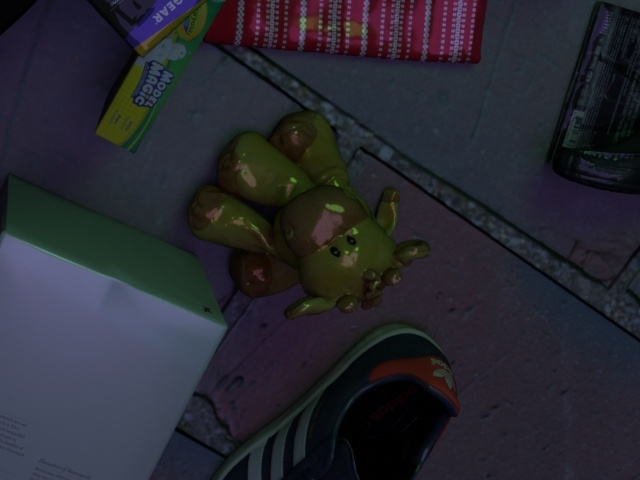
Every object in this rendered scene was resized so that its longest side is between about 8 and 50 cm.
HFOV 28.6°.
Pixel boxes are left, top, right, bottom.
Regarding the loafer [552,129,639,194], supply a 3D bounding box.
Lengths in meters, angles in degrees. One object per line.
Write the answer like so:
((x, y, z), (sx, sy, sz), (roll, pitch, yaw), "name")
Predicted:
((0.328, -0.084, 1.215), (0.223, 0.076, 0.078), (0, 102, -18), "loafer")

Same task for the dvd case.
((0.349, -0.132, 1.253), (0.221, 0.018, 0.164), (12, 103, -16), "dvd case")

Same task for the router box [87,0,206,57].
((-0.194, -0.272, 0.922), (0.081, 0.309, 0.243), (-42, 110, 4), "router box")

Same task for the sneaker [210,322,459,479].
((0.000, 0.237, 1.211), (0.131, 0.148, 0.350), (37, 96, -21), "sneaker")

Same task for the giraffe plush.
((0.000, 0.000, 1.126), (0.210, 0.170, 0.181), (34, 96, -20), "giraffe plush")

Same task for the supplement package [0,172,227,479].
((-0.237, 0.117, 1.090), (0.199, 0.198, 0.262), (25, 100, -19), "supplement package")

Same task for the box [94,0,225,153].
((-0.127, -0.171, 1.059), (0.043, 0.105, 0.179), (27, 112, -14), "box")

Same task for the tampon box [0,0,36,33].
((-0.298, -0.182, 0.964), (0.101, 0.120, 0.161), (48, 58, -15), "tampon box")

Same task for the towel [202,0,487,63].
((0.029, -0.264, 1.128), (0.275, 0.031, 0.199), (2, 107, -15), "towel")
